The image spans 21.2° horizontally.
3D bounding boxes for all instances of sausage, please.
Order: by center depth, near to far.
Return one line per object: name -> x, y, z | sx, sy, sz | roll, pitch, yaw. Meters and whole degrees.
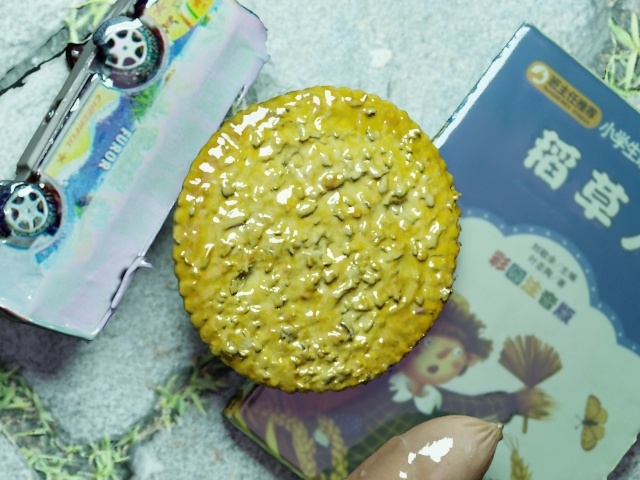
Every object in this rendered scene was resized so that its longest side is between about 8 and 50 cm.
sausage -> -0.022, 0.284, 1.373 | 0.433, 0.088, 0.088 | -42, 96, -2

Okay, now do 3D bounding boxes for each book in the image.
book -> 0.160, 0.069, 1.458 | 0.300, 0.039, 0.428 | 38, 83, -7

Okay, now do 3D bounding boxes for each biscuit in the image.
biscuit -> 0.000, 0.000, 1.373 | 0.254, 0.035, 0.254 | -2, 95, -19

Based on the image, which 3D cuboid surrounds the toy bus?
toy bus -> -0.170, -0.069, 1.372 | 0.138, 0.112, 0.317 | 31, 83, -18
